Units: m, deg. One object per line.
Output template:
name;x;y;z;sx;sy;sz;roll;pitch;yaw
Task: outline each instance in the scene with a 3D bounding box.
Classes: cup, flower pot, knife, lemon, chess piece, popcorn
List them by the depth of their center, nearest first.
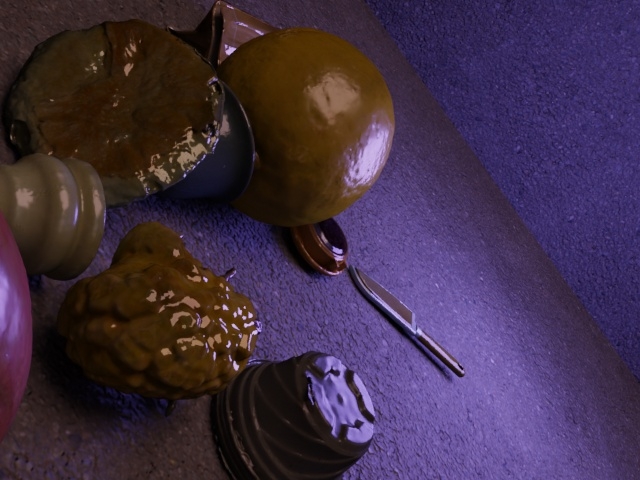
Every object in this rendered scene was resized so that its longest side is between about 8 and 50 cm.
chess piece;-0.368;-0.039;0.828;0.251;0.144;0.144;10;50;-47
popcorn;-0.178;0.079;0.908;0.225;0.200;0.203;2;73;-15
flower pot;-0.020;0.237;1.069;0.235;0.140;0.235;38;30;-27
cup;-0.216;-0.133;1.168;0.150;0.199;0.199;-21;77;-42
lemon;-0.043;-0.184;1.326;0.348;0.348;0.348;40;29;-28
knife;0.174;0.163;1.617;0.343;0.027;0.061;41;32;-20

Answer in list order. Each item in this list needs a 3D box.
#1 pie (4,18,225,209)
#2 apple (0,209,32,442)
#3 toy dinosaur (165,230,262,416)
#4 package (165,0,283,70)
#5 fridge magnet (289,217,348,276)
pie;-0.267;-0.174;1.062;0.306;0.071;0.306;3;63;-7
apple;-0.367;0.043;0.475;0.364;0.364;0.364;40;29;-28
toy dinosaur;-0.170;0.090;1.074;0.200;0.072;0.251;63;17;-1
package;-0.117;-0.339;1.565;0.311;0.165;0.221;9;51;-56
fridge magnet;0.000;0.000;1.473;0.143;0.063;0.143;37;34;-31
